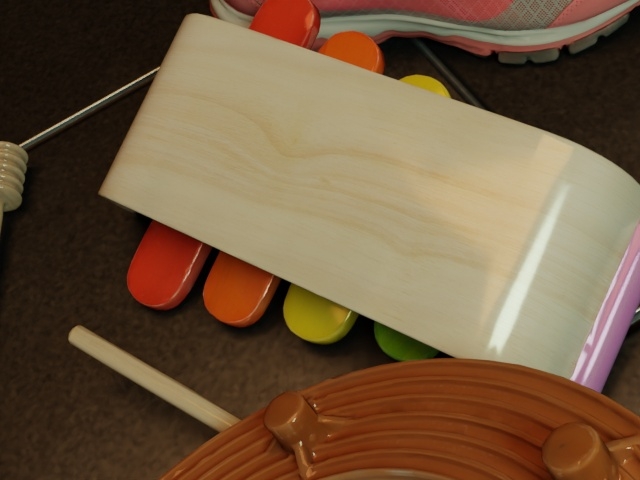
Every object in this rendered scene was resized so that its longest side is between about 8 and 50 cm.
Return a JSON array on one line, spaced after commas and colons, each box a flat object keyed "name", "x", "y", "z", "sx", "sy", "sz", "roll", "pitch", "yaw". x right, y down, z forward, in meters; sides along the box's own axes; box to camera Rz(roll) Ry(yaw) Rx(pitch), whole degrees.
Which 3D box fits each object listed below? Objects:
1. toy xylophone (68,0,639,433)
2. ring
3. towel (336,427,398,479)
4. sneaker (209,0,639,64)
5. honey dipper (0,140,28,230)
[{"name": "toy xylophone", "x": 0.000, "y": 0.000, "z": 0.560, "sx": 0.322, "sy": 0.081, "sz": 0.236, "roll": 32, "pitch": 89, "yaw": 25}, {"name": "ring", "x": -0.015, "y": 0.169, "z": 0.351, "sx": 0.336, "sy": 0.032, "sz": 0.336, "roll": -25, "pitch": 33, "yaw": 18}, {"name": "towel", "x": -0.004, "y": 0.281, "z": 0.391, "sx": 0.324, "sy": 0.056, "sz": 0.312, "roll": -37, "pitch": 60, "yaw": -1}, {"name": "sneaker", "x": 0.070, "y": -0.188, "z": 0.640, "sx": 0.314, "sy": 0.136, "sz": 0.116, "roll": -5, "pitch": 58, "yaw": 11}, {"name": "honey dipper", "x": -0.203, "y": 0.011, "z": 0.643, "sx": 0.030, "sy": 0.030, "sz": 0.161, "roll": -8, "pitch": 58, "yaw": 9}]
